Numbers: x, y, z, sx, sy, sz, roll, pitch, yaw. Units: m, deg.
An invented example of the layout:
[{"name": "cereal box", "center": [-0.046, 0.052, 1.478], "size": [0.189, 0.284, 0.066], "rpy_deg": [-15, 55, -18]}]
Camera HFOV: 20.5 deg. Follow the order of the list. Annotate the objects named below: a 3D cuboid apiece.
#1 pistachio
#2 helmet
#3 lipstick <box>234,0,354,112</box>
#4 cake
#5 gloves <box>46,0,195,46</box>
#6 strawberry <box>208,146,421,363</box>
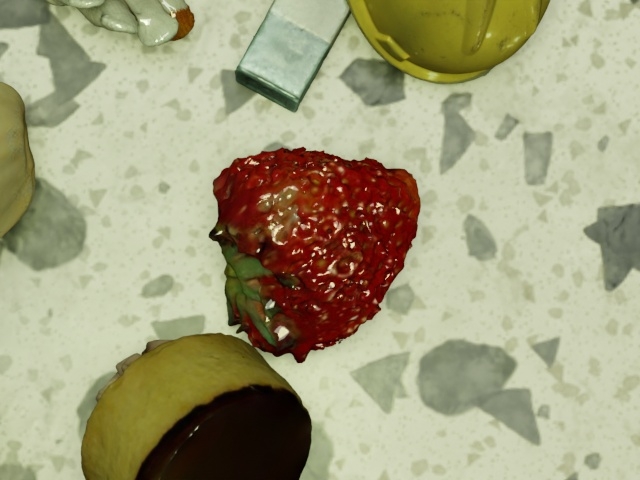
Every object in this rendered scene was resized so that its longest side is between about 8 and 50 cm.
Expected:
[{"name": "pistachio", "center": [-0.338, -0.047, 1.560], "size": [0.152, 0.126, 0.223], "rpy_deg": [34, 94, -13]}, {"name": "helmet", "center": [0.132, -0.261, 1.560], "size": [0.205, 0.140, 0.257], "rpy_deg": [-18, 105, -21]}, {"name": "lipstick", "center": [0.025, -0.274, 1.629], "size": [0.068, 0.066, 0.317], "rpy_deg": [28, 84, 0]}, {"name": "cake", "center": [-0.128, 0.160, 1.528], "size": [0.178, 0.208, 0.185], "rpy_deg": [34, 124, 33]}, {"name": "gloves", "center": [-0.205, -0.264, 1.601], "size": [0.218, 0.131, 0.140], "rpy_deg": [46, 71, -24]}, {"name": "strawberry", "center": [0.000, 0.000, 1.552], "size": [0.201, 0.184, 0.186], "rpy_deg": [-22, 88, -17]}]
